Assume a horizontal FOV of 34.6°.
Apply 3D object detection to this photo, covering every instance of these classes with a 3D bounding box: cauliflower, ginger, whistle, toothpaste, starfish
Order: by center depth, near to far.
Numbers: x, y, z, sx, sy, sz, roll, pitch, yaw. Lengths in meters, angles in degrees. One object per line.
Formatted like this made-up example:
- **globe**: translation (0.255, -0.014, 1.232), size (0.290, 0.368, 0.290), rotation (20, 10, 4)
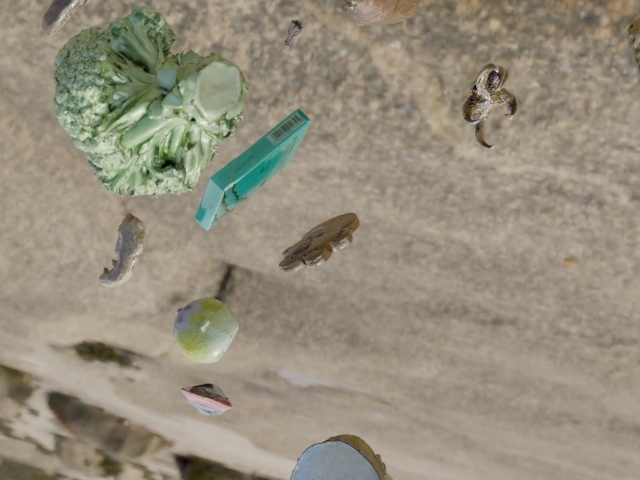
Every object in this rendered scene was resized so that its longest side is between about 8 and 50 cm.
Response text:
- **cauliflower**: translation (-0.207, -0.183, 1.384), size (0.250, 0.275, 0.272), rotation (-4, 123, 35)
- **toothpaste**: translation (-0.157, 0.218, 1.415), size (0.071, 0.045, 0.193), rotation (20, 170, -3)
- **whistle**: translation (-0.216, 0.169, 1.909), size (0.123, 0.122, 0.223), rotation (15, 166, 0)
- **ginger**: translation (-0.379, 0.030, 1.981), size (0.069, 0.173, 0.051), rotation (41, -156, 25)
- **starfish**: translation (0.330, -0.277, 2.043), size (0.074, 0.146, 0.190), rotation (37, 166, 34)

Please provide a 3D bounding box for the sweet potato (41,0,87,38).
- **sweet potato**: translation (-0.383, -0.387, 1.592), size (0.053, 0.182, 0.054), rotation (38, -151, 16)

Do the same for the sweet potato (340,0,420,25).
- **sweet potato**: translation (0.088, -0.457, 1.906), size (0.131, 0.131, 0.337), rotation (10, -166, 19)

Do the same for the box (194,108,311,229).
- **box**: translation (-0.122, -0.127, 1.842), size (0.042, 0.226, 0.161), rotation (44, 151, 7)

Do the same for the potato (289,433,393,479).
- **potato**: translation (0.066, 0.557, 2.162), size (0.247, 0.299, 0.196), rotation (-24, 171, 13)

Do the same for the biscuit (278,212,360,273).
- **biscuit**: translation (0.000, 0.000, 2.232), size (0.180, 0.236, 0.039), rotation (-17, 106, 32)

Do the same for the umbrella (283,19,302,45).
- **umbrella**: translation (-0.056, -0.425, 2.105), size (0.031, 0.020, 0.083), rotation (46, 141, 3)

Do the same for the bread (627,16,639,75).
- **bread**: translation (0.690, -0.269, 2.015), size (0.077, 0.367, 0.084), rotation (-25, 173, 35)
